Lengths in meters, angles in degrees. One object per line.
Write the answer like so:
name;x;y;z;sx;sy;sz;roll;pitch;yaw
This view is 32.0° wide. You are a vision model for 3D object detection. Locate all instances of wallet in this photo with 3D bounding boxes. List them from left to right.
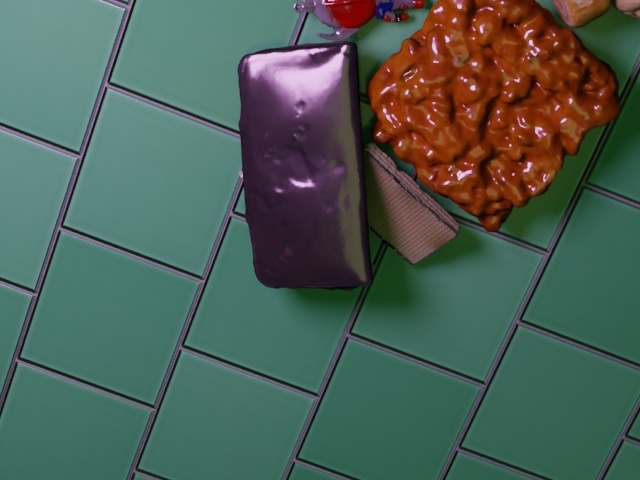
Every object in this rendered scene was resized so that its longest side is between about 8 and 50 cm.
wallet;-0.025;-0.104;1.676;0.197;0.051;0.378;-2;97;18

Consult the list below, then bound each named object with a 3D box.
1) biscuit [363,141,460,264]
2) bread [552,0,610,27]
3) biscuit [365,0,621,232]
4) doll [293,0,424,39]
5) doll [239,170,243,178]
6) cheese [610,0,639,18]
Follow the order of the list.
biscuit;0.110;-0.055;1.727;0.199;0.040;0.121;42;134;-11
bread;0.361;-0.382;1.592;0.073;0.122;0.149;-26;106;7
biscuit;0.246;-0.209;1.659;0.318;0.110;0.312;37;107;-9
doll;0.056;-0.356;1.646;0.194;0.062;0.104;-8;126;-3
doll;-0.085;-0.117;1.738;0.058;0.040;0.085;35;102;4
cheese;0.499;-0.416;1.557;0.214;0.117;0.226;4;120;-9
